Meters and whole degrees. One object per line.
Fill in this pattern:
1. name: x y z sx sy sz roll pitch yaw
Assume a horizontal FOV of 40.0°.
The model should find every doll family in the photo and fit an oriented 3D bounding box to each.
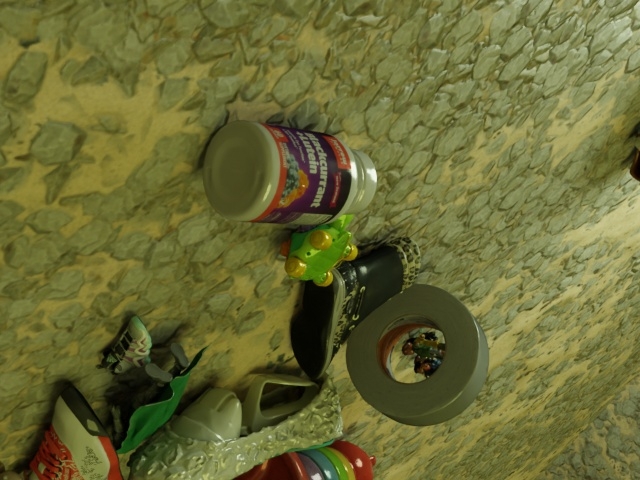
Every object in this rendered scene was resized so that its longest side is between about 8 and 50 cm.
1. doll family: 0.208 0.221 1.631 0.076 0.111 0.193 -63 148 -31

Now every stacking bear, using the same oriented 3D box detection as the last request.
1. stacking bear: -0.005 0.452 1.658 0.289 0.164 0.175 3 130 -55

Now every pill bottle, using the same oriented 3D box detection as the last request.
1. pill bottle: -0.027 -0.071 0.986 0.194 0.108 0.108 1 131 -49

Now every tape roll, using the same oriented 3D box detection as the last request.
1. tape roll: 0.154 0.182 1.406 0.219 0.219 0.072 -41 148 2

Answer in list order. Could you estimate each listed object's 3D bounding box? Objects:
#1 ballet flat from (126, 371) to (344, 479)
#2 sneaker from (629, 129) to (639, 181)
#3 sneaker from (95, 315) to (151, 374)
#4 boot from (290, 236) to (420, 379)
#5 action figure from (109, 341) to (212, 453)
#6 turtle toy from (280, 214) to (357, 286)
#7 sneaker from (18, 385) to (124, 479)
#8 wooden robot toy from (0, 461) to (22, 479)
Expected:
1. ballet flat: -0.123 0.275 1.346 0.409 0.147 0.147 -6 136 -48
2. sneaker: 0.626 -0.201 1.532 0.123 0.106 0.290 -28 149 -23
3. sneaker: -0.246 0.137 1.087 0.069 0.038 0.098 -24 146 -26
4. boot: 0.054 0.102 1.325 0.179 0.085 0.236 -23 145 -31
5. action figure: -0.234 0.224 1.176 0.137 0.063 0.232 -38 168 -47
6. turtle toy: 0.000 0.000 1.149 0.130 0.066 0.095 -47 149 11
7. sneaker: -0.342 0.301 1.144 0.145 0.090 0.270 -29 151 -22
8. wooden robot toy: -0.395 0.300 1.057 0.076 0.079 0.173 -47 150 -46
